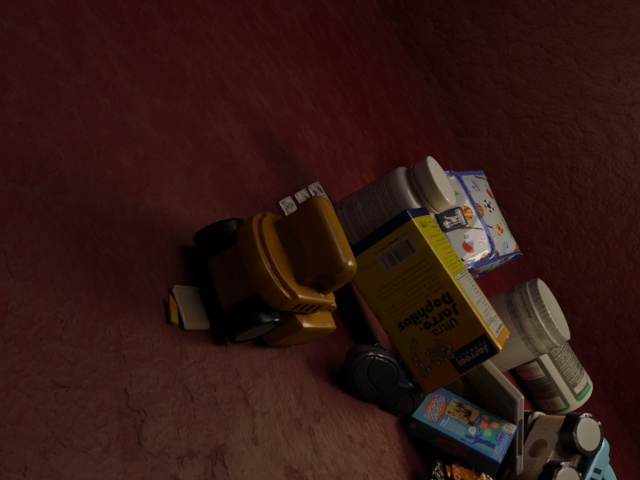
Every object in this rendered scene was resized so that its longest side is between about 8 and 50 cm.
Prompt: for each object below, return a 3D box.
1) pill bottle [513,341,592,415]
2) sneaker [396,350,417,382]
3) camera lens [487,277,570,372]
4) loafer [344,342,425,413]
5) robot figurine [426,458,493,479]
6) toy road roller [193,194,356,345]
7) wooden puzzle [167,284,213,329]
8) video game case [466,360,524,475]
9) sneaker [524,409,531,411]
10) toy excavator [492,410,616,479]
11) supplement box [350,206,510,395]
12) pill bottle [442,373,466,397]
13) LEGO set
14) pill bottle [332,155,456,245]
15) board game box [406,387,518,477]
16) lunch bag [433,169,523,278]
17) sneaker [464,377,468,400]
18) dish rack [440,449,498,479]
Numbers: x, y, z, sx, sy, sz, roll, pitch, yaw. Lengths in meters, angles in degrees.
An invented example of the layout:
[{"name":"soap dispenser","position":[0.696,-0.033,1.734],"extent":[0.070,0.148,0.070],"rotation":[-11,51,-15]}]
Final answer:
[{"name":"pill bottle","position":[0.747,0.395,2.665],"extent":[0.361,0.204,0.204],"rotation":[56,23,-13]},{"name":"sneaker","position":[0.234,0.295,1.884],"extent":[0.094,0.081,0.208],"rotation":[53,34,-20]},{"name":"camera lens","position":[0.579,0.263,2.375],"extent":[0.219,0.274,0.219],"rotation":[46,27,-32]},{"name":"loafer","position":[0.121,0.279,1.655],"extent":[0.302,0.109,0.095],"rotation":[43,9,-49]},{"name":"robot figurine","position":[0.301,0.591,1.618],"extent":[0.211,0.085,0.291],"rotation":[21,41,-25]},{"name":"toy road roller","position":[-0.037,0.048,1.368],"extent":[0.329,0.240,0.203],"rotation":[16,49,-64]},{"name":"wooden puzzle","position":[-0.208,0.108,1.255],"extent":[0.116,0.014,0.079],"rotation":[23,47,-56]},{"name":"video game case","position":[0.416,0.406,1.893],"extent":[0.204,0.025,0.285],"rotation":[50,-23,48]},{"name":"sneaker","position":[0.661,0.663,2.309],"extent":[0.321,0.124,0.180],"rotation":[44,30,-10]},{"name":"toy excavator","position":[0.643,0.707,1.981],"extent":[0.445,0.222,0.433],"rotation":[44,62,-15]},{"name":"supplement box","position":[0.231,0.125,1.741],"extent":[0.356,0.195,0.194],"rotation":[57,18,8]},{"name":"pill bottle","position":[0.320,0.334,1.985],"extent":[0.094,0.094,0.169],"rotation":[56,23,-10]},{"name":"LEGO set","position":[0.000,0.000,1.804],"extent":[0.244,0.060,0.182],"rotation":[58,35,-2]},{"name":"pill bottle","position":[0.175,-0.080,1.923],"extent":[0.160,0.283,0.160],"rotation":[45,27,-32]},{"name":"board game box","position":[0.317,0.418,1.752],"extent":[0.210,0.047,0.160],"rotation":[26,28,19]},{"name":"lunch bag","position":[0.423,-0.041,2.480],"extent":[0.385,0.239,0.328],"rotation":[-7,69,-48]},{"name":"sneaker","position":[0.496,0.464,2.192],"extent":[0.300,0.111,0.121],"rotation":[59,19,-9]},{"name":"dish rack","position":[0.369,0.532,1.883],"extent":[0.271,0.074,0.208],"rotation":[46,28,-32]}]
